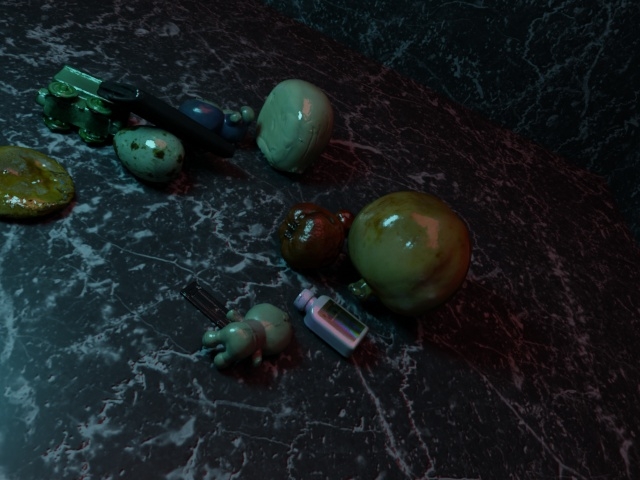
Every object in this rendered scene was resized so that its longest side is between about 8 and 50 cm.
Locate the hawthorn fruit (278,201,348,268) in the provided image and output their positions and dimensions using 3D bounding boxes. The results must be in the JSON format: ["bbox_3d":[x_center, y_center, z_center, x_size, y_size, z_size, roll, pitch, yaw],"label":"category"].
[{"bbox_3d":[0.000,0.000,1.729,0.243,0.207,0.208,22,36,-31],"label":"hawthorn fruit"}]

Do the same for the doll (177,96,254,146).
[{"bbox_3d":[-0.383,-0.435,1.991,0.258,0.154,0.228,16,-1,-31],"label":"doll"}]

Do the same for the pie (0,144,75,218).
[{"bbox_3d":[-0.783,-0.157,1.476,0.273,0.069,0.274,21,40,-19],"label":"pie"}]

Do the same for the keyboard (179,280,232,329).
[{"bbox_3d":[-0.278,0.186,1.466,0.204,0.013,0.061,39,39,10],"label":"keyboard"}]

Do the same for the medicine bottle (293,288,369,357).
[{"bbox_3d":[0.025,0.225,1.571,0.219,0.078,0.115,38,39,9],"label":"medicine bottle"}]

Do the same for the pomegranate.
[{"bbox_3d":[0.254,0.045,1.698,0.411,0.412,0.412,18,39,-15],"label":"pomegranate"}]

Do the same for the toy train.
[{"bbox_3d":[-0.736,-0.418,1.740,0.265,0.145,0.202,22,35,-12],"label":"toy train"}]

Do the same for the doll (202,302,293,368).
[{"bbox_3d":[-0.156,0.237,1.403,0.274,0.113,0.155,-12,71,-44],"label":"doll"}]

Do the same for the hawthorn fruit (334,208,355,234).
[{"bbox_3d":[0.079,-0.061,1.940,0.093,0.093,0.093,18,39,-15],"label":"hawthorn fruit"}]

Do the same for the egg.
[{"bbox_3d":[-0.524,-0.270,1.695,0.231,0.169,0.169,20,37,5],"label":"egg"}]

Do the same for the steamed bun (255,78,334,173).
[{"bbox_3d":[-0.073,-0.423,2.054,0.232,0.312,0.334,8,43,-37],"label":"steamed bun"}]

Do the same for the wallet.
[{"bbox_3d":[-0.473,-0.371,1.740,0.228,0.062,0.406,19,-5,39],"label":"wallet"}]
